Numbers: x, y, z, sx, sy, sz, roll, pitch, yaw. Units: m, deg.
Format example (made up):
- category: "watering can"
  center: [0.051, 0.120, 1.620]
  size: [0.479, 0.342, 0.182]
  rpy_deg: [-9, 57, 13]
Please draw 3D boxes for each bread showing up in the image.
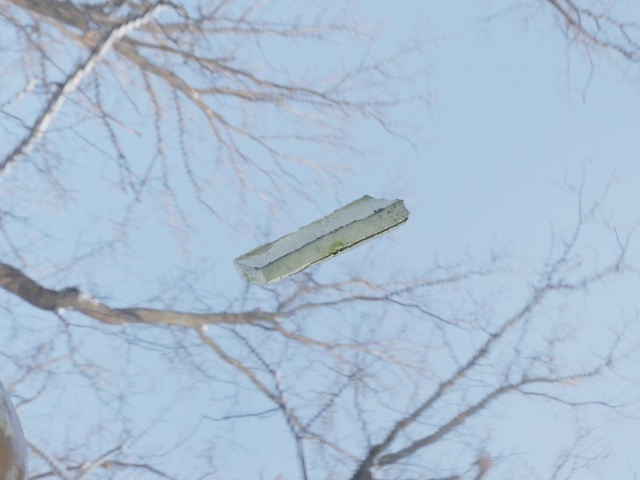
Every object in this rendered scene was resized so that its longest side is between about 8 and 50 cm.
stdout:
- category: "bread"
  center: [0.000, 0.000, 1.130]
  size: [0.153, 0.068, 0.028]
  rpy_deg: [-25, -74, -22]

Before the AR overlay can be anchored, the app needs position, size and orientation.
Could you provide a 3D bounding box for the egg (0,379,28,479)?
- category: "egg"
  center: [-0.277, 0.125, 0.744]
  size: [0.233, 0.195, 0.195]
  rpy_deg: [21, -92, 12]
